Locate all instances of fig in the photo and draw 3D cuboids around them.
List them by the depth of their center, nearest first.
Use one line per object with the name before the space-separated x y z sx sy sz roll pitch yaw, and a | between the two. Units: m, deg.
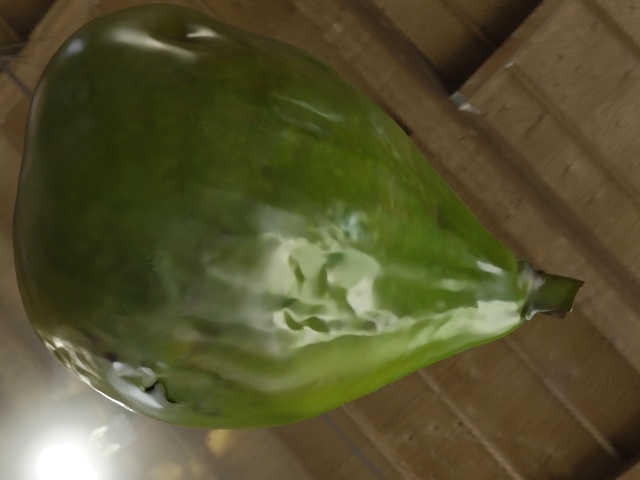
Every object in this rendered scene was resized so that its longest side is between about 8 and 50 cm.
fig | -0.025 0.013 0.615 0.314 0.233 0.233 34 -69 5
